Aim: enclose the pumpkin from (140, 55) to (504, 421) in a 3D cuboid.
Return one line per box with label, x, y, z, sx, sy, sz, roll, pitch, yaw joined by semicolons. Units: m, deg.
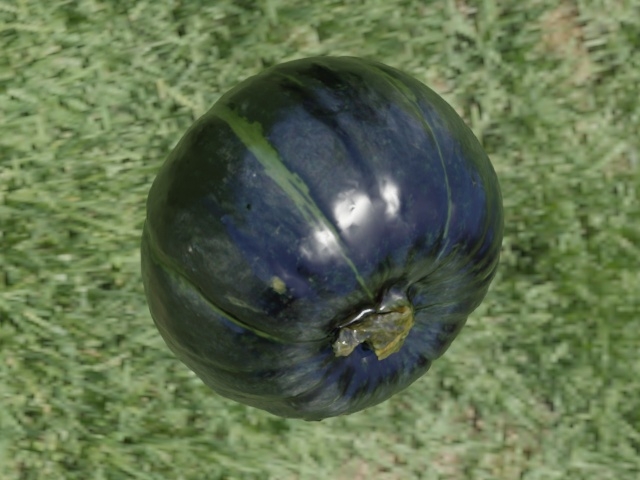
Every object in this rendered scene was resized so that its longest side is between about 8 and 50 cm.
pumpkin;0.000;0.000;1.369;0.323;0.241;0.323;-31;146;-23
